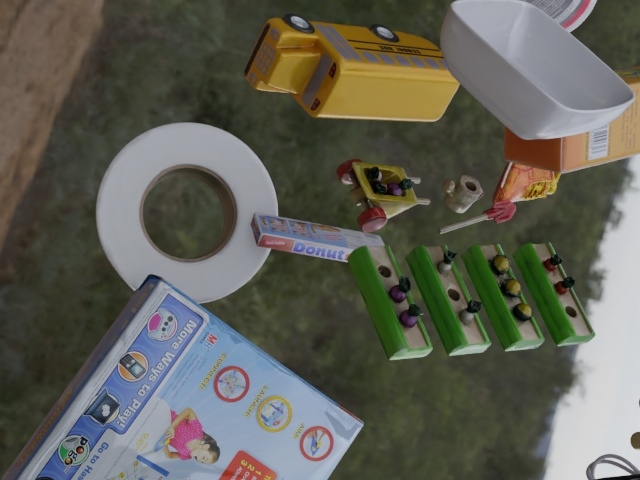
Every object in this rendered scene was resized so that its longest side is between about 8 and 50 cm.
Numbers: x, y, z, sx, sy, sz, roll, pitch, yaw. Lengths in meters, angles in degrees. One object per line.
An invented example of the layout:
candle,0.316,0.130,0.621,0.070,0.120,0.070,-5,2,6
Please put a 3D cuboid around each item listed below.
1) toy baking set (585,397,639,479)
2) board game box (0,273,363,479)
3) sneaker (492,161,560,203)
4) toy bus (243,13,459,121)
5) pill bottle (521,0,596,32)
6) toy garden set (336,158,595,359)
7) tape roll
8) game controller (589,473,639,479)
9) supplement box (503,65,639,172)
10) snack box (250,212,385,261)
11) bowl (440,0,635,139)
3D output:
toy baking set,0.446,0.297,1.480,0.256,0.196,0.030,-49,149,-9
board game box,-0.160,0.249,1.377,0.308,0.302,0.086,-55,-164,-8
sneaker,0.284,-0.084,1.611,0.175,0.067,0.064,-34,150,-51
toy bus,0.051,-0.255,1.813,0.332,0.130,0.108,-3,134,-42
pill bottle,0.307,-0.453,1.907,0.318,0.176,0.176,17,90,-51
toy garden set,0.137,0.006,1.127,0.049,0.244,0.204,-52,-130,44
tape roll,-0.189,-0.035,1.657,0.169,0.246,0.246,180,-73,-81
game controller,0.385,0.283,1.168,0.067,0.319,0.166,-90,172,-56
supplement box,0.286,-0.124,1.159,0.233,0.078,0.080,-12,110,-37
snack box,0.000,0.000,1.554,0.064,0.178,0.022,-111,-145,-60
bowl,0.167,-0.131,0.946,0.142,0.142,0.053,-15,144,-49
